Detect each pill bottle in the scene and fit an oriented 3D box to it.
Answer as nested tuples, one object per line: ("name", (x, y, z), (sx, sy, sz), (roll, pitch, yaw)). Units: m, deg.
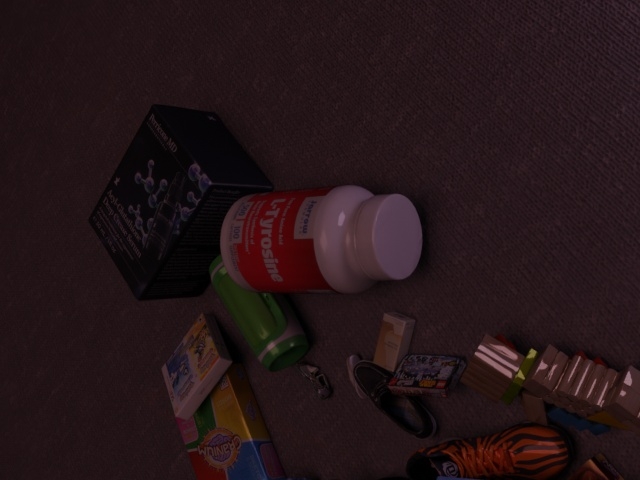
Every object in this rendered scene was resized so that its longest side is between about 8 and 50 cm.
("pill bottle", (0.000, 0.000, 1.763), (0.408, 0.229, 0.229), (-3, 89, 40))

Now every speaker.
("speaker", (-0.149, 0.159, 1.956), (0.131, 0.131, 0.296), (-49, 62, 29))

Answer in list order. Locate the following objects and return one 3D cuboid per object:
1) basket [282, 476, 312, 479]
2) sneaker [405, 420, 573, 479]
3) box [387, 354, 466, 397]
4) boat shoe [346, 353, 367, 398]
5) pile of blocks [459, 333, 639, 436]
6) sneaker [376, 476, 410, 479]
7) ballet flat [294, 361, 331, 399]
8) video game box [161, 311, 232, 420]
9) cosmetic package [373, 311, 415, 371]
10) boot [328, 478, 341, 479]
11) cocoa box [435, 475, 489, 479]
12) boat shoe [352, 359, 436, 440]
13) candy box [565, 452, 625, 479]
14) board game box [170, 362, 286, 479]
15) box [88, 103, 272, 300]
("basket", (-0.073, 0.634, 1.829), (0.289, 0.255, 0.201), (-38, 65, 54))
("sneaker", (0.301, 0.426, 1.551), (0.321, 0.180, 0.124), (-24, 76, 38))
("box", (0.215, 0.274, 1.678), (0.137, 0.094, 0.027), (-5, 125, 39))
("boat shoe", (0.081, 0.303, 1.831), (0.100, 0.035, 0.035), (69, 154, 11))
("pile of blocks", (0.437, 0.256, 1.499), (0.362, 0.112, 0.149), (15, 141, 32))
("sneaker", (0.209, 0.570, 1.684), (0.267, 0.101, 0.106), (18, 104, 38))
("ballet flat", (-0.013, 0.315, 1.908), (0.114, 0.041, 0.041), (48, 119, 28))
("video game box", (-0.316, 0.316, 2.086), (0.205, 0.048, 0.187), (-53, 38, 15))
("cosmetic package", (0.156, 0.215, 1.757), (0.060, 0.041, 0.115), (19, 103, 38))
("boot", (0.111, 0.544, 1.678), (0.246, 0.083, 0.161), (40, 135, 26))
("cocoa box", (0.350, 0.562, 1.380), (0.347, 0.231, 0.228), (0, 112, 18))
("boat shoe", (0.145, 0.330, 1.733), (0.080, 0.076, 0.228), (-47, 62, 5))
("candy box", (0.472, 0.487, 1.494), (0.109, 0.053, 0.186), (50, 121, 27))
("board game box", (-0.236, 0.500, 2.073), (0.242, 0.064, 0.316), (-37, 68, 34))
("box", (-0.358, -0.089, 2.070), (0.293, 0.212, 0.395), (51, 120, 28))
